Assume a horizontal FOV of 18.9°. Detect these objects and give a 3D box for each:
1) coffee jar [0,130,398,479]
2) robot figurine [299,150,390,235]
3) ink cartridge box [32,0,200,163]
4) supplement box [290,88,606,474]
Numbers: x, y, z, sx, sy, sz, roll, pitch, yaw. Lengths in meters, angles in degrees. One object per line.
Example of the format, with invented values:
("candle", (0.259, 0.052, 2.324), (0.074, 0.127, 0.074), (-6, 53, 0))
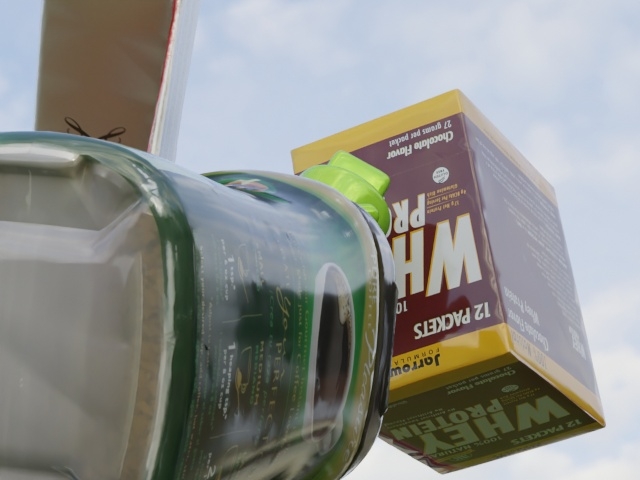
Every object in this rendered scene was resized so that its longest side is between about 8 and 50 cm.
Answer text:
("coffee jar", (-0.038, 0.026, 0.491), (0.079, 0.096, 0.184), (6, 0, 18))
("robot figurine", (0.000, 0.000, 1.192), (0.067, 0.115, 0.101), (31, -32, 1))
("ink cartridge box", (-0.102, -0.030, 0.889), (0.066, 0.261, 0.296), (11, -35, -3))
("supplement box", (0.089, 0.035, 1.322), (0.129, 0.194, 0.191), (-19, -27, 20))
